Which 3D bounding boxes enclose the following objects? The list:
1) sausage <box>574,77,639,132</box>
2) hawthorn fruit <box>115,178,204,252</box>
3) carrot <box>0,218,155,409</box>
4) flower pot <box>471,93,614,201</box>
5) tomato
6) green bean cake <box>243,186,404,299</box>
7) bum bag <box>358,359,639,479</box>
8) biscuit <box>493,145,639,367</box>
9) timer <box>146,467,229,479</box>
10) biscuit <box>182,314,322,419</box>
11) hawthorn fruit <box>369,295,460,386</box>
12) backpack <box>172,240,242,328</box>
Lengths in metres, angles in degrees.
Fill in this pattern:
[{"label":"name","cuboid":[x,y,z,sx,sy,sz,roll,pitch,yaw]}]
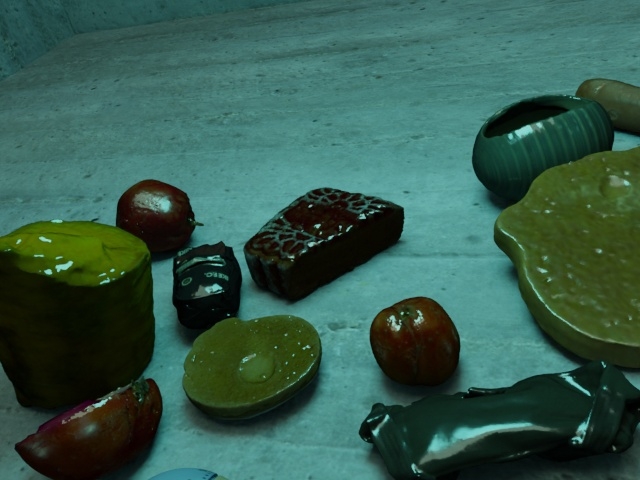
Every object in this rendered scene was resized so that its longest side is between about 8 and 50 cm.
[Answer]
[{"label":"sausage","cuboid":[0.651,-0.220,1.158,0.094,0.094,0.419,-43,41,-13]},{"label":"hawthorn fruit","cuboid":[-0.306,-0.045,1.231,0.172,0.148,0.148,4,38,14]},{"label":"carrot","cuboid":[-0.369,0.082,0.942,0.242,0.340,0.241,4,36,-3]},{"label":"flower pot","cuboid":[0.384,-0.159,1.106,0.243,0.157,0.189,-16,29,-5]},{"label":"tomato","cuboid":[-0.291,0.258,0.838,0.173,0.099,0.189,-29,-6,6]},{"label":"green bean cake","cuboid":[0.000,0.000,1.084,0.198,0.097,0.233,21,48,40]},{"label":"bum bag","cuboid":[0.205,0.216,0.726,0.326,0.079,0.142,-12,27,10]},{"label":"biscuit","cuboid":[0.454,0.009,0.900,0.385,0.062,0.365,-20,46,-6]},{"label":"timer","cuboid":[-0.094,0.317,0.619,0.255,0.175,0.175,6,40,26]},{"label":"biscuit","cuboid":[-0.095,0.180,0.908,0.208,0.049,0.181,-7,35,14]},{"label":"hawthorn fruit","cuboid":[0.122,0.132,0.837,0.128,0.128,0.128,-10,35,7]},{"label":"backpack","cuboid":[-0.186,0.070,1.043,0.120,0.105,0.165,-14,25,-8]}]
